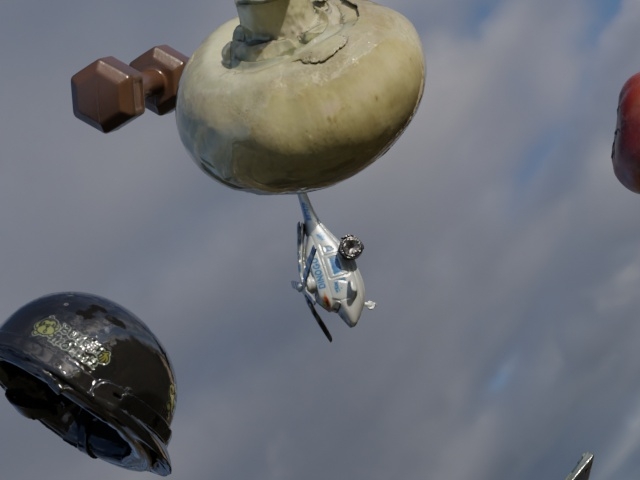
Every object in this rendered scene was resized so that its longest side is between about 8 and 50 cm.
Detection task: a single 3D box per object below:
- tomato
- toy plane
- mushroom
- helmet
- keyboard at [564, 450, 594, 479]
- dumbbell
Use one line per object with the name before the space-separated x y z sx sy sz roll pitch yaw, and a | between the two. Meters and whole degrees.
tomato | 0.513 -0.175 2.388 0.225 0.085 0.225 8 -90 -77
toy plane | -0.002 0.002 2.219 0.107 0.273 0.182 -14 -32 -12
mushroom | -0.023 -0.160 1.403 0.246 0.246 0.202 -35 -52 -29
helmet | -0.267 0.157 1.804 0.160 0.278 0.230 -59 -17 -26
keyboard | 0.319 0.331 1.891 0.055 0.014 0.176 -47 -26 -28
dumbbell | -0.229 -0.191 1.857 0.231 0.082 0.092 -37 -53 -69
